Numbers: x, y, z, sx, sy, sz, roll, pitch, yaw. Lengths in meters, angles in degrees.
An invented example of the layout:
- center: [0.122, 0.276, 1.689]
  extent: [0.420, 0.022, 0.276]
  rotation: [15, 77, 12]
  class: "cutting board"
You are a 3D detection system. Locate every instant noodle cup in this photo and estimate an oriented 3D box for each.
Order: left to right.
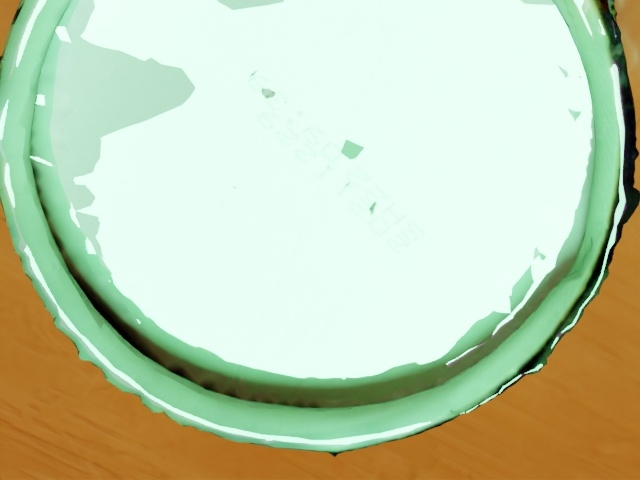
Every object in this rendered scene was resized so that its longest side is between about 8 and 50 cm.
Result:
- center: [0.005, -0.065, 0.606]
  extent: [0.339, 0.266, 0.340]
  rotation: [0, 107, 0]
  class: "instant noodle cup"
